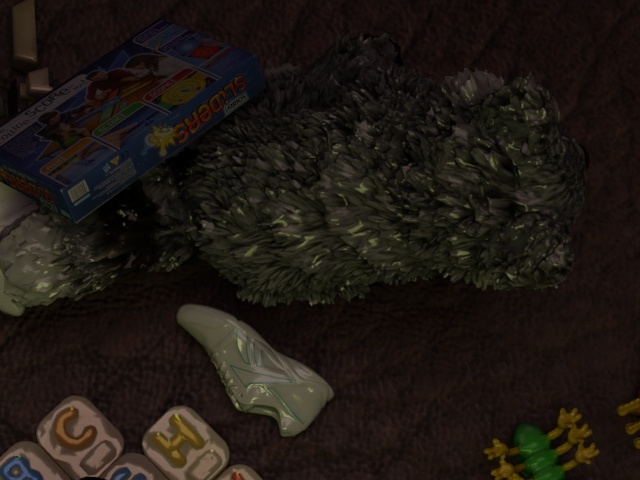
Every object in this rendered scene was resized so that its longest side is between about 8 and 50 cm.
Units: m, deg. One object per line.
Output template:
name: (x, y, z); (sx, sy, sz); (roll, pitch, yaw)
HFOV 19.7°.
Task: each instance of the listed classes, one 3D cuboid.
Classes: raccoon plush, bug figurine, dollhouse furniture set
raccoon plush: (0.000, 0.000, 1.434); (0.446, 0.299, 0.216); (-30, 109, -15)
bug figurine: (0.268, 0.229, 1.548); (0.279, 0.072, 0.216); (-20, 72, -6)
dollhouse furniture set: (-0.225, -0.163, 1.606); (0.081, 0.091, 0.114); (1, 71, -21)

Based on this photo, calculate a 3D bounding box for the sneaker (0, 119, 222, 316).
sneaker: (-0.181, -0.042, 1.574); (0.297, 0.111, 0.129); (-28, 97, -9)

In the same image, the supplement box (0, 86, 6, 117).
supplement box: (-0.368, -0.193, 1.577); (0.111, 0.114, 0.220); (-27, 81, -13)

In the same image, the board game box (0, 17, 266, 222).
board game box: (-0.162, -0.101, 1.480); (0.201, 0.035, 0.136); (-37, 39, -24)

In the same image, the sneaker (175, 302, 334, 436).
sneaker: (-0.064, 0.108, 1.557); (0.152, 0.054, 0.061); (35, 77, 3)

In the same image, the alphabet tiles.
alphabet tiles: (-0.168, 0.276, 1.519); (0.284, 0.021, 0.278); (-43, 83, -14)

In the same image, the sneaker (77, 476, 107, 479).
sneaker: (-0.181, 0.427, 1.372); (0.257, 0.169, 0.448); (-32, 62, 14)
